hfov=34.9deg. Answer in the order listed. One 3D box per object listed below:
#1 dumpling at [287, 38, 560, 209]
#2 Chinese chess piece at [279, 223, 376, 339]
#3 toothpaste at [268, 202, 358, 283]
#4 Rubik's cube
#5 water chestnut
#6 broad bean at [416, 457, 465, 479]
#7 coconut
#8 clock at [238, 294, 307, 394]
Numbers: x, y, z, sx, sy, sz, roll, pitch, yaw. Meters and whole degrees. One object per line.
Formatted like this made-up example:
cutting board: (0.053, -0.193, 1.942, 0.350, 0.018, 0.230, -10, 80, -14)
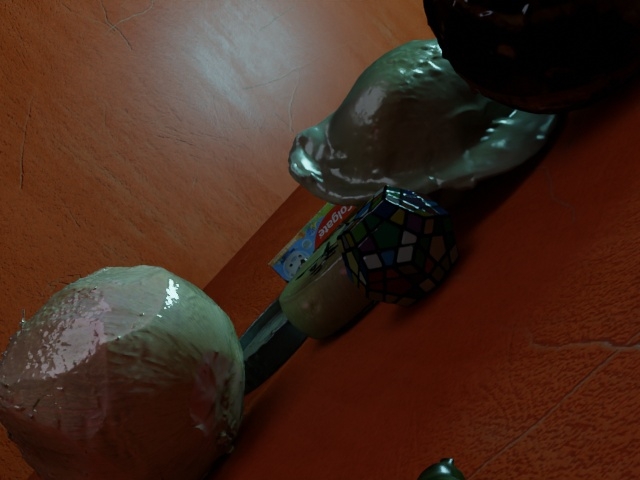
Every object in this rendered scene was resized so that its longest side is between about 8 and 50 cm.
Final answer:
dumpling: (0.126, -0.139, 1.250, 0.320, 0.212, 0.270, -47, 4, -5)
Chinese chess piece: (0.030, 0.042, 1.313, 0.188, 0.083, 0.188, -43, 7, 6)
toothpaste: (0.000, 0.000, 1.832, 0.193, 0.070, 0.044, -46, -22, -1)
Rubik's cube: (0.083, 0.006, 1.104, 0.133, 0.112, 0.133, -47, 7, 8)
water chestnut: (0.263, -0.272, 1.121, 0.300, 0.300, 0.300, -45, 8, 8)
broad bean: (0.019, 0.226, 0.542, 0.292, 0.049, 0.144, -50, 8, -26)
coconut: (-0.226, 0.177, 1.260, 0.255, 0.297, 0.297, -1, 38, 38)
clock: (-0.068, 0.136, 1.494, 0.215, 0.042, 0.215, -44, 8, 8)
